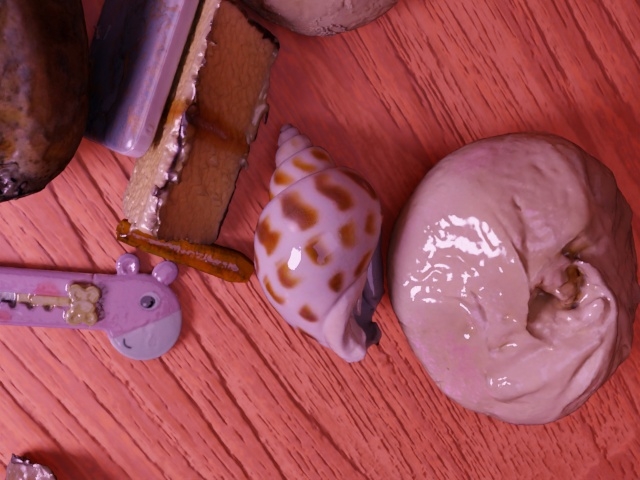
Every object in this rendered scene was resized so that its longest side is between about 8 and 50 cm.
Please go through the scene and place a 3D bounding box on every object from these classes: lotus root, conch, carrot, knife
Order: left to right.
[{"bbox_3d":[-0.347,-0.197,0.667,0.250,0.250,0.346,-11,104,-13],"label":"lotus root"},{"bbox_3d":[-0.356,0.066,0.815,0.398,0.038,0.132,7,96,-16],"label":"knife"},{"bbox_3d":[-0.162,0.012,0.858,0.170,0.042,0.042,19,95,-14],"label":"carrot"},{"bbox_3d":[0.000,0.000,0.842,0.148,0.183,0.275,4,89,13],"label":"conch"}]

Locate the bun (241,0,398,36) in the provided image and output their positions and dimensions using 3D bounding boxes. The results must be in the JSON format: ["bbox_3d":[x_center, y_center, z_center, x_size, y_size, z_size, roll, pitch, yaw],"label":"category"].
[{"bbox_3d":[0.003,-0.351,0.776,0.259,0.152,0.260,-3,100,-17],"label":"bun"}]

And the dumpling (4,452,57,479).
[{"bbox_3d":[-0.339,0.430,0.863,0.166,0.086,0.332,18,96,15],"label":"dumpling"}]

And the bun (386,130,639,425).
[{"bbox_3d":[0.263,0.049,0.877,0.360,0.213,0.361,-3,98,-24],"label":"bun"}]

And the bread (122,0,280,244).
[{"bbox_3d":[-0.139,-0.133,0.798,0.178,0.141,0.266,16,96,-59],"label":"bread"}]

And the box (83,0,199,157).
[{"bbox_3d":[-0.186,-0.236,0.757,0.044,0.142,0.285,14,97,-51],"label":"box"}]
